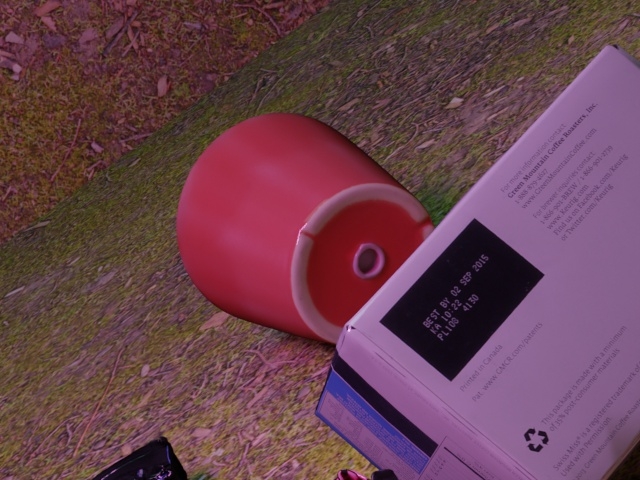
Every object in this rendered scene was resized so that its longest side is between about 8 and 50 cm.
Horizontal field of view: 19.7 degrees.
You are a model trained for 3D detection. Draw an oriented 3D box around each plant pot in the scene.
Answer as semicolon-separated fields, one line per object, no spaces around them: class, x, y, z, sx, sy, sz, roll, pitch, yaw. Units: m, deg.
plant pot;0.000;0.000;2.181;0.275;0.275;0.243;-38;27;-14

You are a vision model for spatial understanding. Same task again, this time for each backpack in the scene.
backpack;-0.199;0.285;2.010;0.114;0.084;0.105;-28;17;0

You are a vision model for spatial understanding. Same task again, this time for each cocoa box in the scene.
cocoa box;0.196;0.063;1.514;0.347;0.231;0.228;-46;-11;-22

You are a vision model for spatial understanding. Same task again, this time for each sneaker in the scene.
sneaker;0.032;0.239;1.777;0.047;0.057;0.119;-40;17;-14

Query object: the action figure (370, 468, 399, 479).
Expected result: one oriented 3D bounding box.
action figure;-0.016;0.287;1.494;0.185;0.099;0.285;-17;-18;-31
